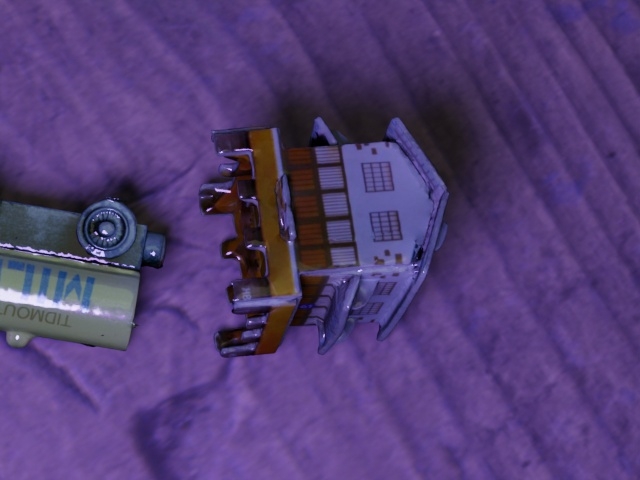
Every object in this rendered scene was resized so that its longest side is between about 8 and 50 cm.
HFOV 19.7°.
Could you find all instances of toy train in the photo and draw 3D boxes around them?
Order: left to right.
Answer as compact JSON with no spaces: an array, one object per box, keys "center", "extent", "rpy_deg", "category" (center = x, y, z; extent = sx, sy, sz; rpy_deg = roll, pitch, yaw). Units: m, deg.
[{"center":[-0.283,0.027,1.797],"extent":[0.253,0.105,0.157],"rpy_deg":[10,84,-9],"category":"toy train"}]

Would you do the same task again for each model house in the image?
[{"center":[0.000,0.000,1.801],"extent":[0.215,0.224,0.198],"rpy_deg":[-3,70,-9],"category":"model house"}]
